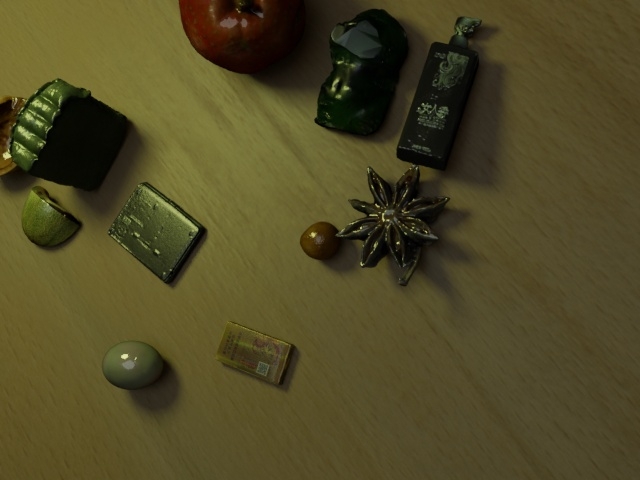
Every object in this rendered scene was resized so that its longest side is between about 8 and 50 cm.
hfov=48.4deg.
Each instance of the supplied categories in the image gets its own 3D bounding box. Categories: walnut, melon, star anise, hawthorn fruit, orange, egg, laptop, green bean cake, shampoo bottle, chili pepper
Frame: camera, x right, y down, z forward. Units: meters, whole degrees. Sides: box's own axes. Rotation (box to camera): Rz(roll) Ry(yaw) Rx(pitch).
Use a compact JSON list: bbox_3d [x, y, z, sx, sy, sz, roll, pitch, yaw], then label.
[{"bbox_3d":[-0.749,-0.249,1.732,0.167,0.087,0.211,37,97,15],"label":"walnut"},{"bbox_3d":[-0.657,-0.050,1.670,0.160,0.079,0.128,34,93,21],"label":"melon"},{"bbox_3d":[0.143,-0.026,1.365,0.230,0.081,0.263,-18,64,9],"label":"star anise"},{"bbox_3d":[-0.160,-0.477,1.451,0.275,0.300,0.276,-1,104,-5],"label":"hawthorn fruit"},{"bbox_3d":[0.000,0.000,1.422,0.084,0.085,0.085,-3,80,20],"label":"orange"},{"bbox_3d":[-0.399,0.265,1.511,0.134,0.103,0.103,-2,81,20],"label":"egg"},{"bbox_3d":[-0.369,-0.022,1.587,0.207,0.026,0.154,36,96,22],"label":"laptop"},{"bbox_3d":[-0.559,-0.236,1.584,0.124,0.227,0.223,33,94,20],"label":"green bean cake"},{"bbox_3d":[0.236,-0.291,1.367,0.098,0.071,0.310,15,75,15],"label":"shampoo bottle"},{"bbox_3d":[0.085,-0.343,1.420,0.148,0.116,0.265,23,91,19],"label":"chili pepper"}]

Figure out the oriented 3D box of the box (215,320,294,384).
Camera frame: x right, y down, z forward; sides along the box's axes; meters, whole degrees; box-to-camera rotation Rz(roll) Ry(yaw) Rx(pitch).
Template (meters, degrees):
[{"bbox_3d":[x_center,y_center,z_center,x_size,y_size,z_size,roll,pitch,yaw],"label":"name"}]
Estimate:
[{"bbox_3d":[-0.136,0.230,1.462,0.156,0.022,0.089,15,88,22],"label":"box"}]
